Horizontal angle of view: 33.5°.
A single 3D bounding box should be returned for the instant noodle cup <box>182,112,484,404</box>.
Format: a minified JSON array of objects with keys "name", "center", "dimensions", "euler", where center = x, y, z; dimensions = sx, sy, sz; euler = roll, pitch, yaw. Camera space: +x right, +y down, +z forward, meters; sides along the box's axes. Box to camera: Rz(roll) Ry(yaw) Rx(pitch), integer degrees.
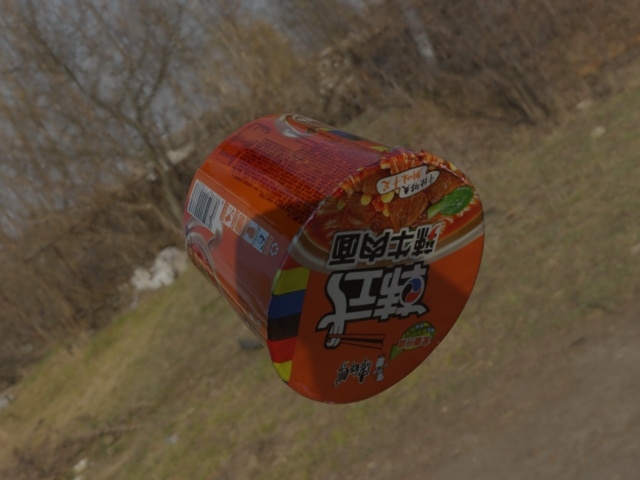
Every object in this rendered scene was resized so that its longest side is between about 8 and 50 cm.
[{"name":"instant noodle cup","center":[0.000,0.000,1.004],"dimensions":[0.250,0.250,0.192],"euler":[-39,44,-17]}]
